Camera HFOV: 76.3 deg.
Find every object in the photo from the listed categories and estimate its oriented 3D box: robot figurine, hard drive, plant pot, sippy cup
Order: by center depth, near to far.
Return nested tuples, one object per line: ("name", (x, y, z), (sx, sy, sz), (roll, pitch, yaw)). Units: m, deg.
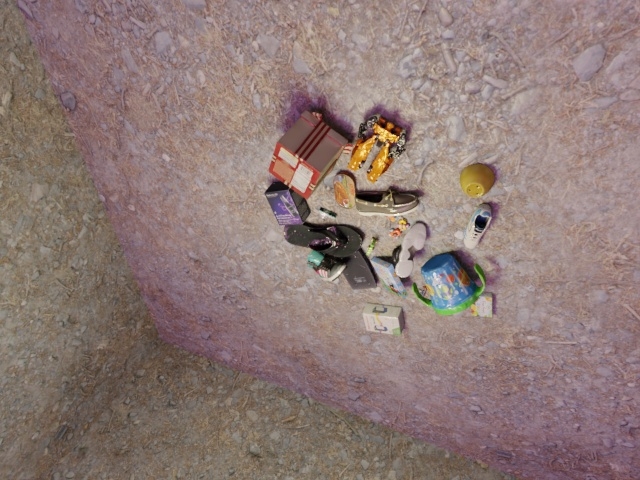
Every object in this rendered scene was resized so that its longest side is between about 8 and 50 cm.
("plant pot", (0.618, -0.224, 1.619), (0.134, 0.095, 0.134), (14, 132, 16))
("robot figurine", (0.232, -0.383, 1.695), (0.211, 0.085, 0.291), (31, 136, 0))
("sippy cup", (0.593, 0.192, 1.920), (0.305, 0.240, 0.224), (-32, 101, 2))
("hard drive", (0.197, 0.155, 2.200), (0.171, 0.054, 0.255), (-10, 121, 34))

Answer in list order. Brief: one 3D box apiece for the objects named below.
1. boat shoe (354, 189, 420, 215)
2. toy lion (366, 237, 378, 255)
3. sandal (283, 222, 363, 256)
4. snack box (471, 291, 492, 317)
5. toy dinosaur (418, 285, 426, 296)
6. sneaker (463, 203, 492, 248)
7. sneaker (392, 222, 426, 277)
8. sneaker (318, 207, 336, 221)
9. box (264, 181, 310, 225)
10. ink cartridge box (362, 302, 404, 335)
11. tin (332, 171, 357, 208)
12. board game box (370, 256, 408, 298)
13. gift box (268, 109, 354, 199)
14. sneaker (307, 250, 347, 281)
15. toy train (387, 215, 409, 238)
("boat shoe", (0.292, -0.174, 1.826), (0.304, 0.109, 0.091), (-1, 132, 33))
("toy lion", (0.252, 0.040, 2.041), (0.034, 0.096, 0.100), (26, 136, 5))
("sandal", (-0.001, 0.002, 2.109), (0.445, 0.107, 0.168), (7, 112, 23))
("snack box", (0.804, 0.318, 2.031), (0.100, 0.037, 0.141), (1, 128, 26))
("toy dinosaur", (0.539, 0.274, 2.149), (0.090, 0.047, 0.082), (16, 135, -33))
("sneaker", (0.670, -0.048, 1.752), (0.085, 0.086, 0.237), (16, 135, 13))
("sneaker", (0.412, 0.033, 1.948), (0.101, 0.153, 0.269), (18, 100, -8))
("sneaker", (0.033, -0.119, 2.066), (0.098, 0.038, 0.069), (30, 138, 16))
("box", (-0.164, -0.190, 2.056), (0.153, 0.108, 0.207), (-4, 126, 31))
("ink cartridge box", (0.363, 0.452, 2.344), (0.212, 0.093, 0.155), (5, 130, 26))
("tin", (0.119, -0.236, 1.917), (0.106, 0.040, 0.190), (11, 132, 25))
("board game box", (0.353, 0.190, 2.103), (0.212, 0.039, 0.160), (60, 164, -25))
("gift box", (-0.035, -0.371, 1.720), (0.255, 0.258, 0.276), (38, 150, -4))
("sneaker", (0.022, 0.119, 2.177), (0.178, 0.124, 0.295), (45, 159, -9))
("toy train", (0.345, -0.075, 1.928), (0.125, 0.046, 0.166), (-20, 117, 38))
